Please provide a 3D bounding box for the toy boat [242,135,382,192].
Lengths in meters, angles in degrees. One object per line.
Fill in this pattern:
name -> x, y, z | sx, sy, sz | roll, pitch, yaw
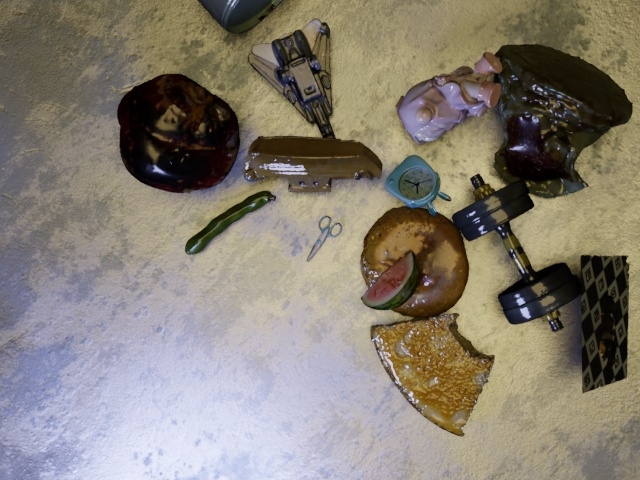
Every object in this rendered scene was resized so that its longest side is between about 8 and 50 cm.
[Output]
toy boat -> -0.018, -0.168, 1.839 | 0.321, 0.089, 0.121 | 2, 132, 4

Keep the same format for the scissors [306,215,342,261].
scissors -> 0.000, 0.000, 1.887 | 0.058, 0.014, 0.119 | 34, 88, 9

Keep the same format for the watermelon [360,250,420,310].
watermelon -> 0.176, 0.113, 1.796 | 0.163, 0.087, 0.069 | -43, 124, 12

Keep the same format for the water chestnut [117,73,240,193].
water chestnut -> -0.327, -0.234, 1.814 | 0.289, 0.244, 0.288 | -4, 99, -23

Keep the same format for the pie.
pie -> 0.217, 0.051, 1.843 | 0.274, 0.069, 0.273 | 0, 88, 10

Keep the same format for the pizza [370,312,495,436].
pizza -> 0.269, 0.278, 1.822 | 0.223, 0.089, 0.323 | -40, 88, 9

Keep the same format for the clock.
clock -> 0.228, -0.121, 1.831 | 0.108, 0.045, 0.147 | -45, 62, 0

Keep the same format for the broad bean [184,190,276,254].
broad bean -> -0.218, -0.046, 1.887 | 0.256, 0.052, 0.052 | -33, 63, 3

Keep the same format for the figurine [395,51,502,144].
figurine -> 0.284, -0.313, 1.771 | 0.276, 0.200, 0.133 | -24, 86, 46

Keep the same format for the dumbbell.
dumbbell -> 0.435, 0.025, 1.767 | 0.185, 0.185, 0.388 | -27, 87, 3

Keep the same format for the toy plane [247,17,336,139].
toy plane -> -0.023, -0.336, 1.852 | 0.204, 0.103, 0.316 | -23, 87, 3

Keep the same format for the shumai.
shumai -> 0.488, -0.256, 1.783 | 0.330, 0.292, 0.288 | 35, 130, 14

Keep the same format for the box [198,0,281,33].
box -> -0.179, -0.602, 1.810 | 0.226, 0.226, 0.149 | -43, 86, 2

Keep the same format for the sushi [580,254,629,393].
sushi -> 0.606, 0.173, 1.754 | 0.050, 0.264, 0.289 | 1, 91, 42
